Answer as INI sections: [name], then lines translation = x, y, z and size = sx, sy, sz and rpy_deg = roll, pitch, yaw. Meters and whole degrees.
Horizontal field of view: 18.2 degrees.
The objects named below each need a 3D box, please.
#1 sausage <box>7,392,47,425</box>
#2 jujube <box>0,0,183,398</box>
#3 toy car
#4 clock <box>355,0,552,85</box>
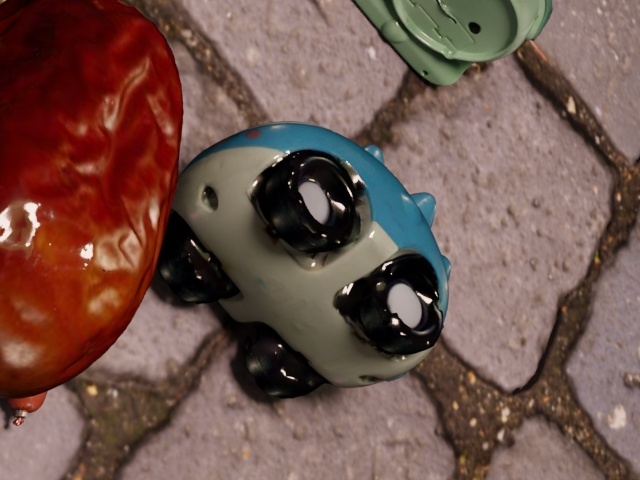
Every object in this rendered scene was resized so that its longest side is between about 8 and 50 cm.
[sausage]
translation = -0.204, 0.027, 1.562
size = 0.034, 0.034, 0.253
rpy_deg = 29, 60, -33
[jujube]
translation = -0.216, -0.042, 1.459
size = 0.223, 0.223, 0.318
rpy_deg = 40, 51, -28
[toy car]
translation = 0.000, 0.000, 1.653
size = 0.255, 0.188, 0.190
rpy_deg = 46, 44, -20
[clock]
translation = 0.136, -0.233, 1.816
size = 0.159, 0.211, 0.066
rpy_deg = 45, 52, -22
